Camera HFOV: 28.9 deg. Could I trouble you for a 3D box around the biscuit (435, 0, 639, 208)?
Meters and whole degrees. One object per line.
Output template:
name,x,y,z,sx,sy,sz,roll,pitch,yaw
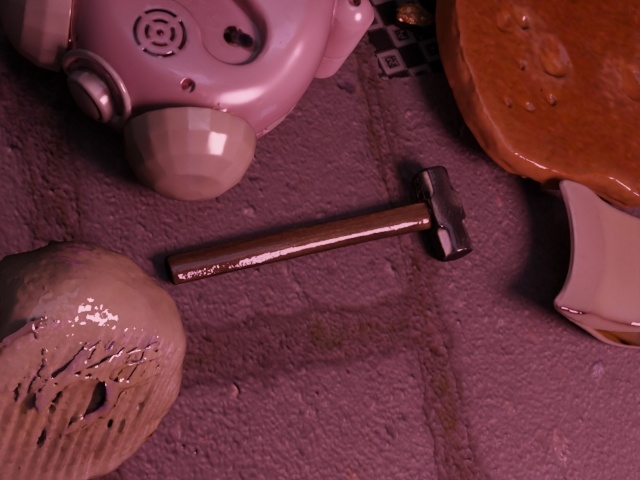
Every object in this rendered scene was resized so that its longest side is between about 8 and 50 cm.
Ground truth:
biscuit,0.308,-0.235,1.599,0.365,0.062,0.385,15,63,-22

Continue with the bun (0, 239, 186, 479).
bun,-0.253,0.115,1.163,0.272,0.273,0.168,-18,46,-25

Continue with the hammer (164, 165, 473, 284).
hammer,0.000,0.000,1.422,0.365,0.043,0.111,-12,75,-21

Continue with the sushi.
sushi,0.149,-0.283,1.588,0.201,0.031,0.139,-12,74,-24

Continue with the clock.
clock,-0.150,-0.239,1.391,0.342,0.184,0.326,45,66,7

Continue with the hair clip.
hair clip,0.398,0.047,1.512,0.282,0.113,0.173,11,66,-10
